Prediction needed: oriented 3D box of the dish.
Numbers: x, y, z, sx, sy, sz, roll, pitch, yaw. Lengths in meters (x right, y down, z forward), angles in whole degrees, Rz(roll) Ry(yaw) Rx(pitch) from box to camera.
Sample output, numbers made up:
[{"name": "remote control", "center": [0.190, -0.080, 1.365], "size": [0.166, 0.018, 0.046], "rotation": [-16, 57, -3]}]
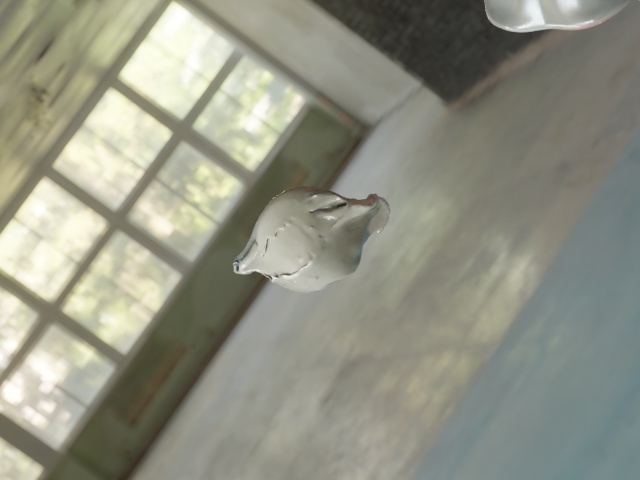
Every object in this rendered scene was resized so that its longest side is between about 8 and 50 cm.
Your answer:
[{"name": "dish", "center": [0.244, -0.320, 1.439], "size": [0.229, 0.081, 0.229], "rotation": [-16, 53, 23]}]

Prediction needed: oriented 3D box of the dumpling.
[{"name": "dumpling", "center": [0.000, 0.000, 1.454], "size": [0.188, 0.108, 0.127], "rotation": [-31, -22, 36]}]
